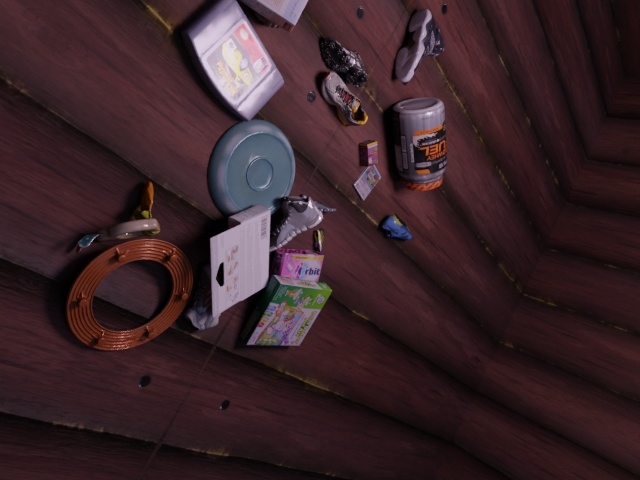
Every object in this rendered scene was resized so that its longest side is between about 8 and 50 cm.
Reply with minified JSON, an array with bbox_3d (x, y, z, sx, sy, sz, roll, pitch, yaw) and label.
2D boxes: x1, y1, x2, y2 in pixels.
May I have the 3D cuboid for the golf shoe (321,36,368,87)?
[{"bbox_3d":[0.077,-0.584,1.623,0.198,0.077,0.094,40,44,-33],"label":"golf shoe"}]

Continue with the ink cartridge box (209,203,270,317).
[{"bbox_3d":[-0.247,0.059,1.478,0.238,0.060,0.275,-29,134,-45],"label":"ink cartridge box"}]

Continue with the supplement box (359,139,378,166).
[{"bbox_3d":[0.175,-0.316,1.825,0.054,0.043,0.083,-24,119,-37],"label":"supplement box"}]

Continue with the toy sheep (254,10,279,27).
[{"bbox_3d":[-0.119,-0.634,1.393,0.132,0.091,0.091,-17,118,-19],"label":"toy sheep"}]

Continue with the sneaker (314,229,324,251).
[{"bbox_3d":[0.000,0.000,1.778,0.035,0.031,0.083,-21,119,-38],"label":"sneaker"}]

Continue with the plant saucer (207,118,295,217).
[{"bbox_3d":[-0.190,-0.202,1.514,0.317,0.043,0.318,-17,115,-40],"label":"plant saucer"}]

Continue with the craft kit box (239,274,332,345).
[{"bbox_3d":[-0.113,0.242,1.695,0.246,0.061,0.250,11,114,-48],"label":"craft kit box"}]

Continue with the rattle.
[{"bbox_3d":[-0.507,-0.060,1.240,0.199,0.130,0.143,-10,102,-14],"label":"rattle"}]

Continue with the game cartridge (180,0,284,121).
[{"bbox_3d":[-0.234,-0.479,1.363,0.196,0.060,0.294,-50,133,-14],"label":"game cartridge"}]

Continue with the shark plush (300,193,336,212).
[{"bbox_3d":[-0.011,-0.099,1.705,0.161,0.067,0.073,19,91,-46],"label":"shark plush"}]

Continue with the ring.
[{"bbox_3d":[-0.484,0.150,1.318,0.336,0.032,0.337,-26,132,-33],"label":"ring"}]

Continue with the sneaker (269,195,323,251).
[{"bbox_3d":[-0.115,-0.069,1.584,0.228,0.086,0.132,-32,122,-6],"label":"sneaker"}]

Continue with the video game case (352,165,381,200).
[{"bbox_3d":[0.175,-0.222,1.882,0.122,0.011,0.087,-52,133,-17],"label":"video game case"}]

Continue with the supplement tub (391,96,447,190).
[{"bbox_3d":[0.375,-0.360,1.896,0.193,0.193,0.316,-32,125,-32],"label":"supplement tub"}]

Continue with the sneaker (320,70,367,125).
[{"bbox_3d":[0.084,-0.463,1.647,0.225,0.092,0.088,43,75,-43],"label":"sneaker"}]

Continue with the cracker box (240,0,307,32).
[{"bbox_3d":[-0.138,-0.676,1.305,0.232,0.067,0.156,28,84,-17],"label":"cracker box"}]

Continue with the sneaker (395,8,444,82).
[{"bbox_3d":[0.372,-0.685,1.838,0.153,0.101,0.269,19,89,-43],"label":"sneaker"}]

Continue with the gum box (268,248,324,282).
[{"bbox_3d":[-0.084,0.089,1.706,0.188,0.062,0.107,4,102,-45],"label":"gum box"}]

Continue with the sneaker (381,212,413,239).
[{"bbox_3d":[0.311,-0.042,2.055,0.082,0.069,0.209,-37,147,14],"label":"sneaker"}]

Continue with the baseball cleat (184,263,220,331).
[{"bbox_3d":[-0.346,0.175,1.477,0.109,0.072,0.206,-20,117,-39],"label":"baseball cleat"}]
